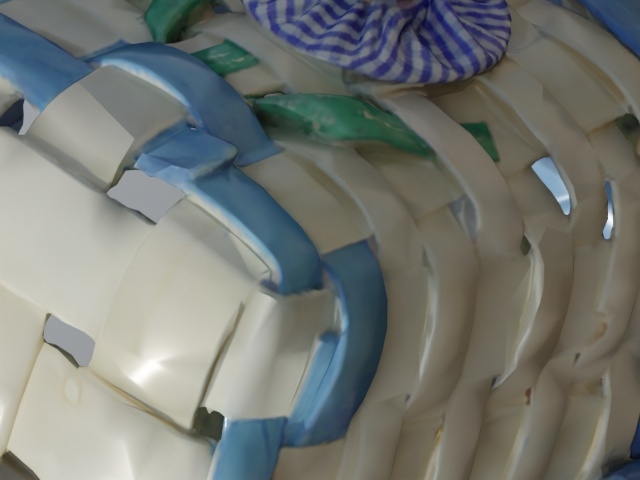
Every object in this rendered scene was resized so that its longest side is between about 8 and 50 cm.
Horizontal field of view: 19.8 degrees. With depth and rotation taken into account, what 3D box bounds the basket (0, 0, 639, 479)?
[{"bbox_3d":[0.000,0.000,0.464,0.289,0.255,0.201,-10,-54,-55],"label":"basket"}]
